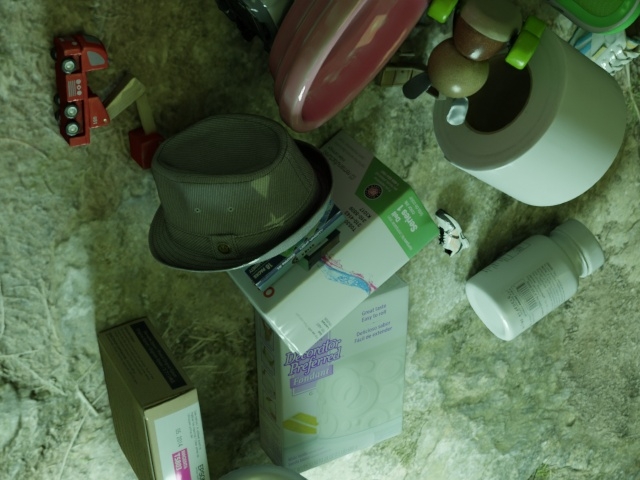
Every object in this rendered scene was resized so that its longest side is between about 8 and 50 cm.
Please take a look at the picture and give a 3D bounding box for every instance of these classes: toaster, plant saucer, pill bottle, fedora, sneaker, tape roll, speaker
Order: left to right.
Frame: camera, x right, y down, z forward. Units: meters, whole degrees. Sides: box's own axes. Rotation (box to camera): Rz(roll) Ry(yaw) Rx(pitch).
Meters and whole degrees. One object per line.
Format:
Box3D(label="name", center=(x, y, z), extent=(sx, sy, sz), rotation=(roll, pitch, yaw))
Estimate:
Box3D(label="fedora", center=(-0.125, -0.081, 1.493), extent=(0.243, 0.276, 0.124), rotation=(-63, 144, -34))
Box3D(label="toaster", center=(-0.056, -0.337, 1.446), extent=(0.146, 0.129, 0.227), rotation=(-46, 165, -3))
Box3D(label="plant saucer", center=(0.044, -0.290, 1.467), extent=(0.332, 0.084, 0.332), rotation=(-49, 171, -11))
Box3D(label="sneaker", center=(0.217, -0.011, 1.930), extent=(0.044, 0.040, 0.109), rotation=(-39, 133, -4))
Box3D(label="tape roll", center=(0.316, -0.192, 1.737), extent=(0.169, 0.246, 0.246), rotation=(23, 104, -42))
Box3D(label="pill bottle", center=(0.384, 0.064, 2.030), extent=(0.229, 0.131, 0.131), rotation=(-34, 132, -11))
Box3D(label="speaker", center=(0.366, -0.417, 1.704), extent=(0.297, 0.131, 0.131), rotation=(23, 104, -41))
Box3D(label="sneaker", center=(0.467, -0.312, 1.863), extent=(0.087, 0.092, 0.228), rotation=(3, 118, -37))

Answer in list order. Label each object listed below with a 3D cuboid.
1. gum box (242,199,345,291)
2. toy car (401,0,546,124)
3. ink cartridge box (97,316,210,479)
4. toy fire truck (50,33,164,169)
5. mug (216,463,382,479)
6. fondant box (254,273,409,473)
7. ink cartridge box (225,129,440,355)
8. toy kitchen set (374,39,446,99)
Box3D(label="gum box", center=(-0.083, -0.046, 1.607), extent=(0.157, 0.184, 0.041), rotation=(-41, 157, -5))
Box3D(label="toy car", center=(0.205, -0.260, 1.637), extent=(0.155, 0.149, 0.188), rotation=(31, 121, 1))
Box3D(label="ink cartridge box", center=(-0.246, 0.264, 1.696), extent=(0.088, 0.193, 0.234), rotation=(-19, 129, -23))
Box3D(label="toy fire truck", center=(-0.274, -0.179, 1.483), extent=(0.135, 0.047, 0.192), rotation=(-14, 125, -27))
Box3D(label="mug", center=(-0.050, 0.487, 1.841), extent=(0.374, 0.276, 0.328), rotation=(-20, 152, -16))
Box3D(label="fondant box", center=(0.020, 0.217, 1.911), extent=(0.238, 0.096, 0.330), rotation=(-17, 126, -24))
Box3D(label="ink cartridge box", center=(0.000, 0.000, 1.679), extent=(0.278, 0.201, 0.117), rotation=(-41, 133, -4))
Box3D(label="toy kitchen set", center=(0.140, -0.253, 1.693), extent=(0.083, 0.075, 0.068), rotation=(-8, 122, -35))
